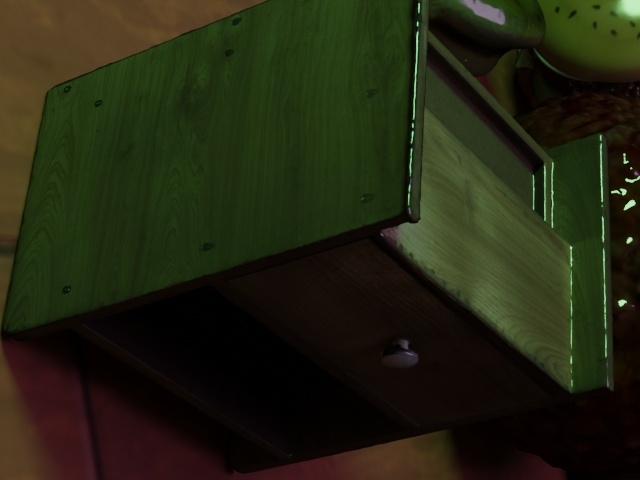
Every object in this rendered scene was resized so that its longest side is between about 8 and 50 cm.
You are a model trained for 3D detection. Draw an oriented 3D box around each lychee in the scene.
[{"bbox_3d":[0.197,0.027,0.986,0.260,0.261,0.260,33,48,-47],"label":"lychee"}]

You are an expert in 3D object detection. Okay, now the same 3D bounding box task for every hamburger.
[{"bbox_3d":[0.237,-0.165,1.195,0.137,0.175,0.175,77,15,-55],"label":"hamburger"}]

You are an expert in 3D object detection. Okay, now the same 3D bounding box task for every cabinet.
[{"bbox_3d":[0.000,0.000,0.689,0.175,0.215,0.148,39,44,-44],"label":"cabinet"}]

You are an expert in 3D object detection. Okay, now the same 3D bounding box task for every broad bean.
[{"bbox_3d":[0.084,-0.218,1.098,0.206,0.072,0.153,60,28,1],"label":"broad bean"}]

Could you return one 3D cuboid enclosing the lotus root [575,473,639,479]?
[{"bbox_3d":[0.297,0.137,1.163,0.314,0.210,0.142,-86,157,-54],"label":"lotus root"}]
